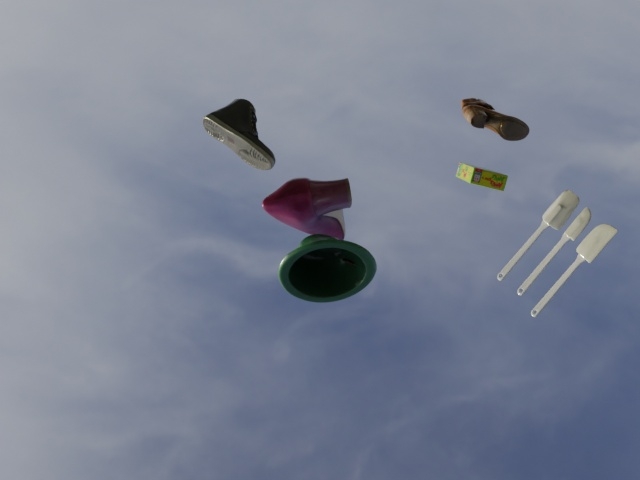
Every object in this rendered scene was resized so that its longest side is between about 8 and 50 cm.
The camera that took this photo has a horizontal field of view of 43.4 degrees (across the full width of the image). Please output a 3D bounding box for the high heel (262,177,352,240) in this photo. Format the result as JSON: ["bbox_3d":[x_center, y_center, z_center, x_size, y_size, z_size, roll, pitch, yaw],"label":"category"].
[{"bbox_3d":[-0.036,-0.063,1.774,0.182,0.377,0.127,-9,-105,-4],"label":"high heel"}]

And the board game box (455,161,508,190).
[{"bbox_3d":[0.427,-0.171,2.141,0.092,0.043,0.181,13,-171,-4],"label":"board game box"}]

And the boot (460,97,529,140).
[{"bbox_3d":[0.513,-0.368,2.381,0.197,0.072,0.152,16,-153,-13],"label":"boot"}]

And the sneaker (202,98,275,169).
[{"bbox_3d":[-0.169,-0.267,1.947,0.222,0.083,0.118,38,-119,19],"label":"sneaker"}]

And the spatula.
[{"bbox_3d":[0.479,0.027,1.660,0.019,0.242,0.168,20,-157,-43],"label":"spatula"}]

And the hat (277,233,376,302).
[{"bbox_3d":[0.000,0.000,1.520,0.209,0.173,0.183,-29,-138,27],"label":"hat"}]
